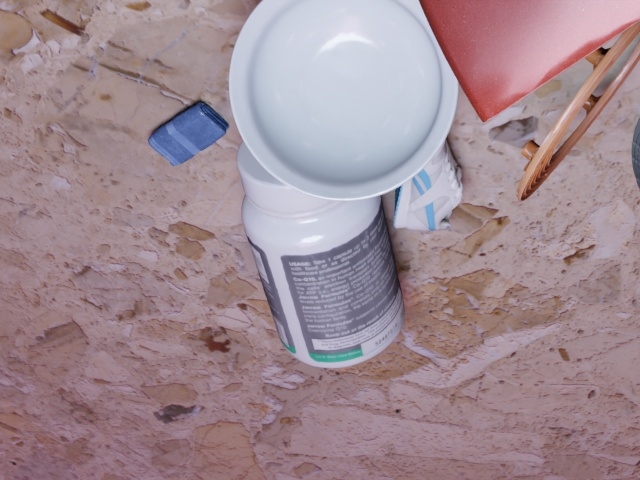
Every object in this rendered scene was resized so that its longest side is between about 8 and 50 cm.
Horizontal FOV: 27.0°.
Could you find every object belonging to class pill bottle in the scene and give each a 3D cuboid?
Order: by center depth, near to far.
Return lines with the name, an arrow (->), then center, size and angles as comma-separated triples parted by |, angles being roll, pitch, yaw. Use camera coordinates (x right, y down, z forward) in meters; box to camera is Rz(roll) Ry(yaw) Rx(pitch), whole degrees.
pill bottle -> 0.000, 0.000, 1.958 | 0.204, 0.204, 0.361 | -1, 134, 15

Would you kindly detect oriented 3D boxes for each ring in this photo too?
ring -> 0.334, -0.190, 1.617 | 0.032, 0.336, 0.336 | 38, 135, 10

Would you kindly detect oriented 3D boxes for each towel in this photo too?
towel -> -0.196, -0.159, 1.977 | 0.119, 0.029, 0.067 | -28, 122, 35

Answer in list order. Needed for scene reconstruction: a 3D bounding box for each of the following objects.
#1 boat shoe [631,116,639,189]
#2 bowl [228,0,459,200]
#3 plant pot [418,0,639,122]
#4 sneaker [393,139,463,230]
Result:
boat shoe -> 0.515, -0.065, 1.842 | 0.103, 0.118, 0.320 | -31, 125, -7
bowl -> 0.036, -0.204, 1.748 | 0.298, 0.134, 0.297 | 1, 96, 8
plant pot -> 0.246, -0.343, 1.538 | 0.267, 0.267, 0.236 | -33, 104, 37
sneaker -> 0.162, -0.102, 1.911 | 0.092, 0.087, 0.228 | 6, 142, -2
